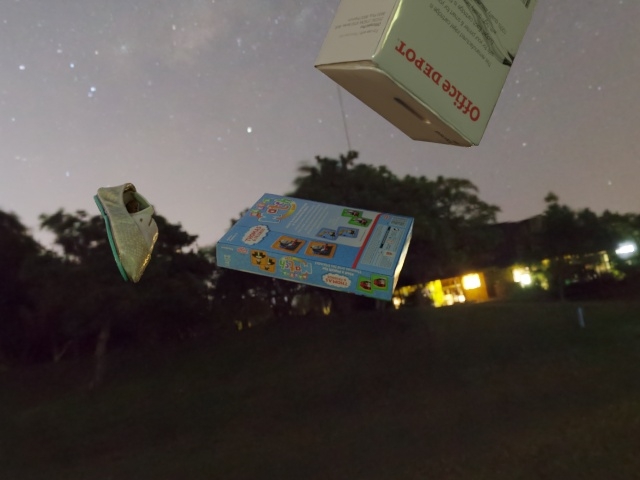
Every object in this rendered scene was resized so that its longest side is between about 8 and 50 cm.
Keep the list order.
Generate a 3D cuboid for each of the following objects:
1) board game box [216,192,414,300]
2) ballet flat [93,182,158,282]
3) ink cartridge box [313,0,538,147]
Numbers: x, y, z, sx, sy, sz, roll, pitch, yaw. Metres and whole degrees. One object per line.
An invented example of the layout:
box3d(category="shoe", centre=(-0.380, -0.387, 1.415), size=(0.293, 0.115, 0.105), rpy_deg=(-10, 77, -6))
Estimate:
box3d(category="board game box", centre=(0.000, 0.000, 0.703), size=(0.211, 0.039, 0.160), rpy_deg=(11, 29, 13))
box3d(category="ballet flat", centre=(-0.194, -0.019, 0.572), size=(0.052, 0.057, 0.168), rpy_deg=(-23, 39, -17))
box3d(category="ink cartridge box", centre=(0.202, -0.398, 0.947), size=(0.285, 0.395, 0.166), rpy_deg=(26, -4, -37))
